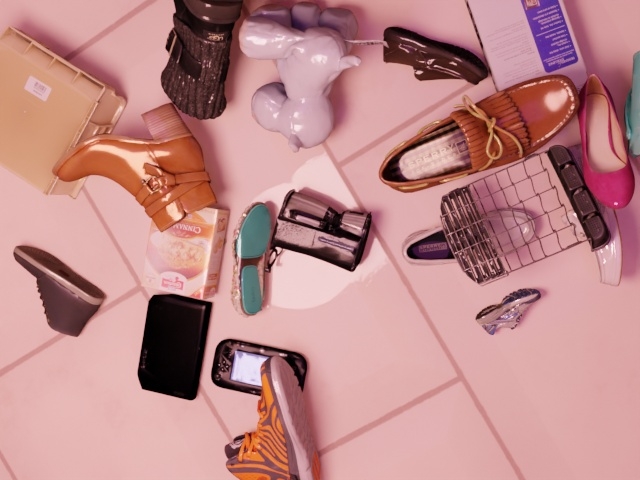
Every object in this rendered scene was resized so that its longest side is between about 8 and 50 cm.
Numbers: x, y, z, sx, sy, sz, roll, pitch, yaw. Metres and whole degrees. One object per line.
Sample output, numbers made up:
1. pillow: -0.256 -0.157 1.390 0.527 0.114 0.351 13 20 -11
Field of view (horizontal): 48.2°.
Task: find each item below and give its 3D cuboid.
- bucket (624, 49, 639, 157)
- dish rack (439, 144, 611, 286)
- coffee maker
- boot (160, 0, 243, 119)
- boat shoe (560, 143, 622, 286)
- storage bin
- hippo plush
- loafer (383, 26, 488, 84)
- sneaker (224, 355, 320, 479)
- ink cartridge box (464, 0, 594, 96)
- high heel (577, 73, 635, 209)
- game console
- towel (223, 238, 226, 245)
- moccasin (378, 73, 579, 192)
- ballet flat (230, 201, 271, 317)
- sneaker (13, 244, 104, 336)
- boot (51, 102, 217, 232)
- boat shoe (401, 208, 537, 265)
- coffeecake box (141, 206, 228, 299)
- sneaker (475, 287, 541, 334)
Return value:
1. bucket: 0.668 -0.243 1.228 0.281 0.281 0.183 -3 93 9
2. dish rack: 0.364 -0.042 1.309 0.271 0.074 0.208 -24 73 14
3. coffee maker: 0.000 0.000 1.435 0.178 0.120 0.171 19 122 8
4. boot: -0.250 -0.434 1.414 0.131 0.348 0.260 -1 139 -18
5. boat shoe: 0.505 -0.045 1.355 0.096 0.098 0.277 -10 84 10
6. storage bin: -0.585 -0.263 1.488 0.262 0.123 0.260 32 98 5
7. hippo plush: -0.016 -0.310 1.384 0.294 0.234 0.237 22 129 21
8. loafer: 0.218 -0.346 1.389 0.220 0.080 0.078 26 121 15
9. sneaker: -0.118 0.387 1.440 0.180 0.125 0.321 -8 110 11
10. ink cartridge box: 0.383 -0.401 1.358 0.165 0.065 0.333 -18 90 10
11. high heel: 0.494 -0.173 1.240 0.082 0.117 0.244 -6 52 21
12. game console: -0.205 0.243 1.510 0.361 0.044 0.213 10 96 7
13. towel: -0.242 0.019 1.514 0.060 0.009 0.083 32 98 6
14. moccasin: 0.279 -0.192 1.305 0.379 0.147 0.139 -17 92 25
15. ballet flat: -0.154 0.037 1.468 0.091 0.077 0.241 4 96 -35
16. sneaker: -0.587 0.110 1.537 0.222 0.083 0.118 35 99 3
17. boot: -0.359 -0.115 1.402 0.283 0.109 0.220 -25 96 -4
18. boat shoe: 0.288 -0.003 1.391 0.267 0.088 0.096 -8 93 9
19. coffeecake box: -0.280 0.016 1.479 0.142 0.068 0.186 10 93 13
20. sneaker: 0.378 0.142 1.414 0.135 0.052 0.058 -30 99 17
